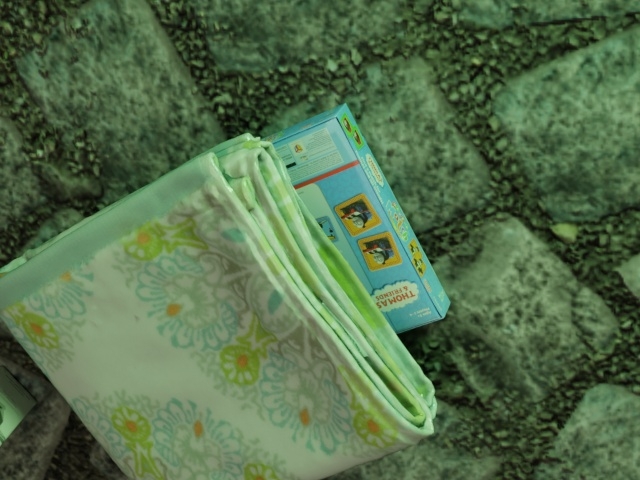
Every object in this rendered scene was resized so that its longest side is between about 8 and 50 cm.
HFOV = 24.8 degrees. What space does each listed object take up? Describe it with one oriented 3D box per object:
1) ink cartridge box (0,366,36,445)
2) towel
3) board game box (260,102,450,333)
[{"bbox_3d":[-0.364,0.203,1.478,0.099,0.135,0.056,-37,101,29],"label":"ink cartridge box"},{"bbox_3d":[-0.109,0.099,1.346,0.374,0.090,0.320,-25,104,38],"label":"towel"},{"bbox_3d":[0.000,0.000,1.321,0.160,0.039,0.211,-21,107,25],"label":"board game box"}]
